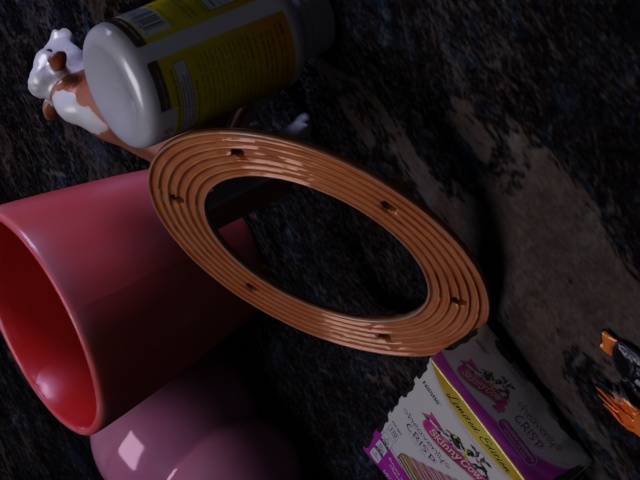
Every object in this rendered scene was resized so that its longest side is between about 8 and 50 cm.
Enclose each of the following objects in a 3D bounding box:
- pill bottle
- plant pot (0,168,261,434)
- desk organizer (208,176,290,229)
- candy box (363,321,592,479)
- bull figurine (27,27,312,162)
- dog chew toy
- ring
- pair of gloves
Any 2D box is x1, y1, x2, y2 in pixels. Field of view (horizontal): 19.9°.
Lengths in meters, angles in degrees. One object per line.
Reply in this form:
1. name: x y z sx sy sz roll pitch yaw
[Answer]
1. pill bottle: -0.096 -0.172 1.630 0.117 0.215 0.117 43 147 37
2. plant pot: -0.213 0.046 2.020 0.275 0.243 0.275 43 146 38
3. desk organizer: -0.093 -0.050 1.836 0.047 0.130 0.050 52 154 23
4. candy box: 0.138 0.197 1.677 0.159 0.071 0.233 52 152 14
5. bull figurine: -0.155 -0.142 1.800 0.310 0.188 0.101 35 141 46
6. dog chew toy: -0.115 0.273 2.110 0.332 0.206 0.207 43 148 22
7. ring: 0.000 0.000 1.645 0.336 0.032 0.337 20 152 11
8. pair of gloves: 0.250 0.119 1.476 0.074 0.010 0.083 43 145 40
